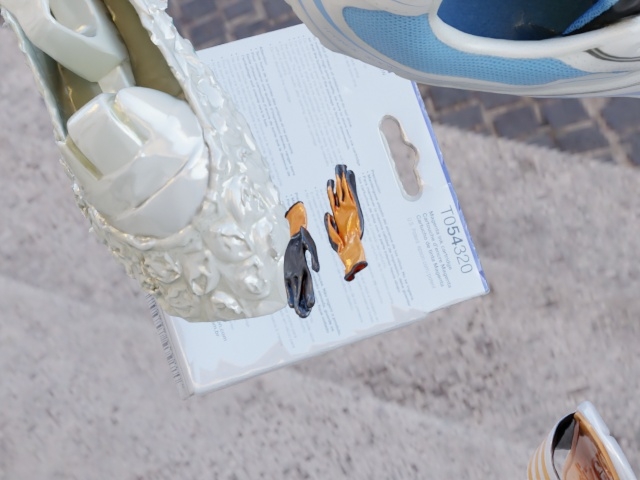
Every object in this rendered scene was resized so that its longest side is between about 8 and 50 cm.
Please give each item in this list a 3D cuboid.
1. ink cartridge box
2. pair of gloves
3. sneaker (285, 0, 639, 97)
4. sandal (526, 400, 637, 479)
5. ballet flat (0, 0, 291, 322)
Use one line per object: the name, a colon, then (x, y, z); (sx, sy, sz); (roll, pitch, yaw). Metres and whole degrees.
ink cartridge box: (-0.036, -0.043, 1.614); (0.330, 0.071, 0.324); (-17, 84, -20)
pair of gloves: (0.000, 0.000, 0.923); (0.083, 0.010, 0.074); (-43, 46, 46)
sneaker: (0.101, -0.082, 0.488); (0.237, 0.085, 0.086); (-5, 12, -31)
sandal: (0.230, 0.230, 1.464); (0.076, 0.265, 0.102); (-25, 68, -7)
ballet flat: (-0.159, -0.115, 1.142); (0.147, 0.147, 0.409); (-28, 78, -3)
